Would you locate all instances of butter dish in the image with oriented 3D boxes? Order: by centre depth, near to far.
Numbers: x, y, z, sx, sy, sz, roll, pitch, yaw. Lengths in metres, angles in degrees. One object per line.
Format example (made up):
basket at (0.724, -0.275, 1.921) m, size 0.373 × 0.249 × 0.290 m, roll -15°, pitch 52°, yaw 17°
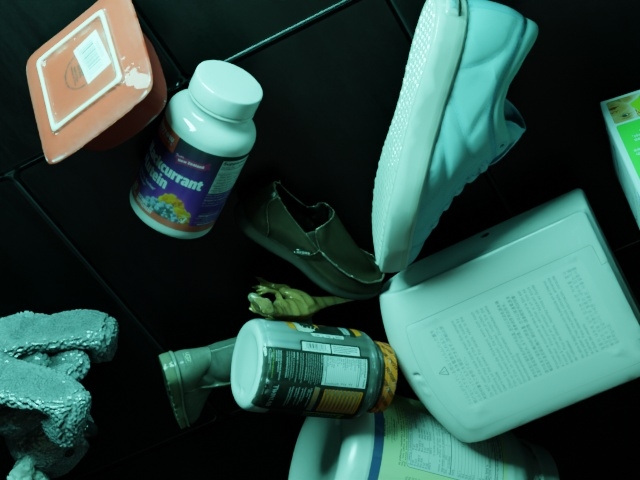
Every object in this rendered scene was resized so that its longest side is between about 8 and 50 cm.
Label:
butter dish at (-0.227, -0.165, 1.373) m, size 0.160 × 0.160 × 0.118 m, roll -34°, pitch 146°, yaw 21°

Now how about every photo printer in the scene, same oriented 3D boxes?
photo printer at (0.244, 0.107, 1.592) m, size 0.307 × 0.107 × 0.256 m, roll -26°, pitch 104°, yaw 15°

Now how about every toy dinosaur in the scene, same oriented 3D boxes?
toy dinosaur at (-0.024, 0.084, 1.609) m, size 0.211 × 0.112 × 0.064 m, roll -7°, pitch 104°, yaw -47°

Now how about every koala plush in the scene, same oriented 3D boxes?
koala plush at (-0.367, 0.224, 1.639) m, size 0.203 × 0.196 × 0.221 m, roll 3°, pitch 129°, yaw 8°

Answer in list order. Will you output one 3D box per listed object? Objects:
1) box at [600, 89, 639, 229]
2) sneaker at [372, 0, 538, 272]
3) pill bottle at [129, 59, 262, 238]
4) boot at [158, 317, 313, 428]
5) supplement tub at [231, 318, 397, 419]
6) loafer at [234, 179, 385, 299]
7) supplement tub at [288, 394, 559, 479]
box at (0.479, -0.086, 1.417) m, size 0.262 × 0.231 × 0.127 m, roll -17°, pitch 128°, yaw 10°
sneaker at (0.156, -0.104, 1.441) m, size 0.150 × 0.135 × 0.366 m, roll 9°, pitch 128°, yaw -7°
pill bottle at (-0.139, -0.105, 1.433) m, size 0.108 × 0.108 × 0.193 m, roll 17°, pitch 125°, yaw -17°
boot at (-0.105, 0.175, 1.686) m, size 0.208 × 0.076 × 0.189 m, roll -18°, pitch 156°, yaw -12°
supplement tub at (-0.007, 0.164, 1.571) m, size 0.190 × 0.117 × 0.117 m, roll 9°, pitch 128°, yaw -24°
loafer at (0.000, 0.000, 1.544) m, size 0.220 × 0.080 × 0.078 m, roll 29°, pitch 121°, yaw -24°
supplement tub at (0.140, 0.343, 1.727) m, size 0.325 × 0.235 × 0.235 m, roll 17°, pitch 125°, yaw -17°
